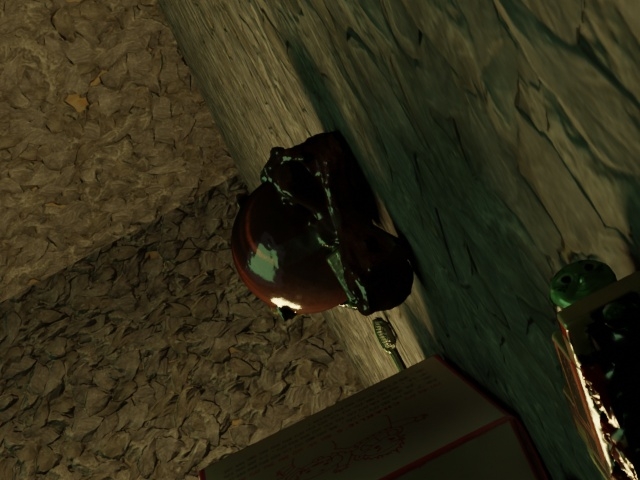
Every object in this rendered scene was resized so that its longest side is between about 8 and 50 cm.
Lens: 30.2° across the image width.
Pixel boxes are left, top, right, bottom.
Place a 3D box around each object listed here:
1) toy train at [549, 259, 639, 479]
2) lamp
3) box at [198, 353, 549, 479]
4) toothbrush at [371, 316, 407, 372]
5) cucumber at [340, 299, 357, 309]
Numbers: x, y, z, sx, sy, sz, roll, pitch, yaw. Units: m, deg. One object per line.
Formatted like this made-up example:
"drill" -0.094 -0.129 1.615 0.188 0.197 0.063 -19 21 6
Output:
"toy train" 0.136 0.066 0.520 0.138 0.050 0.087 65 178 -37
"lamp" -0.010 0.007 1.203 0.215 0.151 0.223 56 173 14
"box" 0.077 0.326 1.154 0.300 0.314 0.312 65 175 -7
"toothbrush" 0.148 0.236 1.653 0.294 0.026 0.028 62 161 0
"cucumber" 0.031 0.044 1.490 0.115 0.086 0.193 59 -178 3
